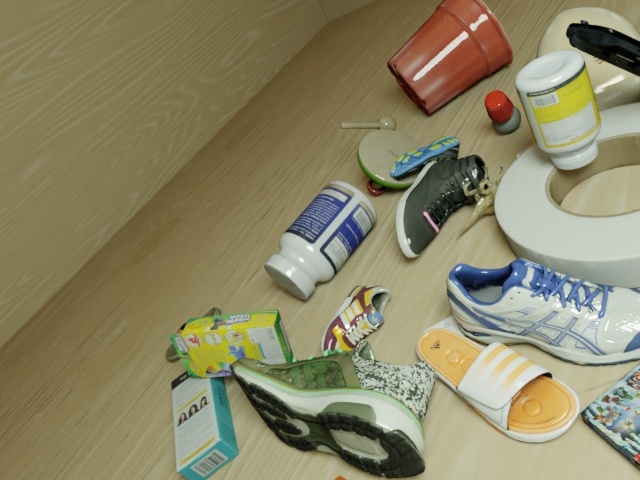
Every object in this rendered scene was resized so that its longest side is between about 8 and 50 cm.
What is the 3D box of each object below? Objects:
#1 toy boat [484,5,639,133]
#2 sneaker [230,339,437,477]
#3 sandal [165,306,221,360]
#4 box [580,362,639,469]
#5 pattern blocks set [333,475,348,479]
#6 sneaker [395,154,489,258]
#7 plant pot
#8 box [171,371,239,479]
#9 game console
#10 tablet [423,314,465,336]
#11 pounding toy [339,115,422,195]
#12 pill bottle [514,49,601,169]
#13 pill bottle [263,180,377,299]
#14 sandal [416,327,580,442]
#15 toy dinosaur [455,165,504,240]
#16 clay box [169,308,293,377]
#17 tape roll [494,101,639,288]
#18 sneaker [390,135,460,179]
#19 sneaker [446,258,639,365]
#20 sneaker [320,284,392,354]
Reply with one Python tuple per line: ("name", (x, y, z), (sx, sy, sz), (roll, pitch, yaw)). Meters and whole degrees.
("toy boat", (0.517, -0.344, 1.007), (0.318, 0.148, 0.267), (-25, 67, 28))
("sneaker", (0.019, 0.245, 0.776), (0.410, 0.158, 0.182), (2, 33, 41))
("sandal", (-0.339, 0.235, 1.213), (0.180, 0.049, 0.072), (-44, 31, -11))
("box", (0.391, 0.194, 0.536), (0.137, 0.027, 0.094), (-39, 31, -3))
("pattern blocks set", (0.023, 0.446, 0.577), (0.325, 0.026, 0.285), (-16, 37, 32))
("sneaker", (0.262, -0.086, 0.968), (0.147, 0.104, 0.295), (-12, 34, 44))
("plant pot", (0.355, -0.526, 1.342), (0.265, 0.272, 0.272), (-39, 30, 13))
("box", (-0.240, 0.353, 0.940), (0.100, 0.060, 0.244), (-37, 31, 0))
("game console", (0.556, -0.265, 0.720), (0.213, 0.361, 0.044), (-120, 45, -67))
("tablet", (0.220, 0.152, 0.791), (0.083, 0.006, 0.054), (-31, 31, 9))
("pounding toy", (0.162, -0.208, 1.224), (0.183, 0.110, 0.237), (-17, 63, -22))
("pill bottle", (0.404, -0.212, 0.778), (0.103, 0.184, 0.103), (-26, 32, 18))
("pill bottle", (0.000, 0.000, 1.079), (0.264, 0.153, 0.153), (-49, 32, -20))
("sandal", (0.225, 0.186, 0.666), (0.102, 0.076, 0.265), (-47, 34, -14))
("toy dinosaur", (0.326, -0.084, 0.916), (0.183, 0.092, 0.053), (-46, 27, -7))
("clay box", (-0.178, 0.212, 0.938), (0.222, 0.127, 0.053), (-7, 30, 12))
("tape roll", (0.492, -0.089, 0.772), (0.392, 0.072, 0.392), (-27, 32, 18))
("sneaker", (0.259, -0.188, 1.123), (0.188, 0.078, 0.067), (-25, 33, -11))
("sneaker", (0.317, 0.090, 0.652), (0.296, 0.131, 0.112), (-5, 41, 38))
("sneaker", (0.070, 0.157, 0.877), (0.084, 0.069, 0.185), (-9, 42, 47))
